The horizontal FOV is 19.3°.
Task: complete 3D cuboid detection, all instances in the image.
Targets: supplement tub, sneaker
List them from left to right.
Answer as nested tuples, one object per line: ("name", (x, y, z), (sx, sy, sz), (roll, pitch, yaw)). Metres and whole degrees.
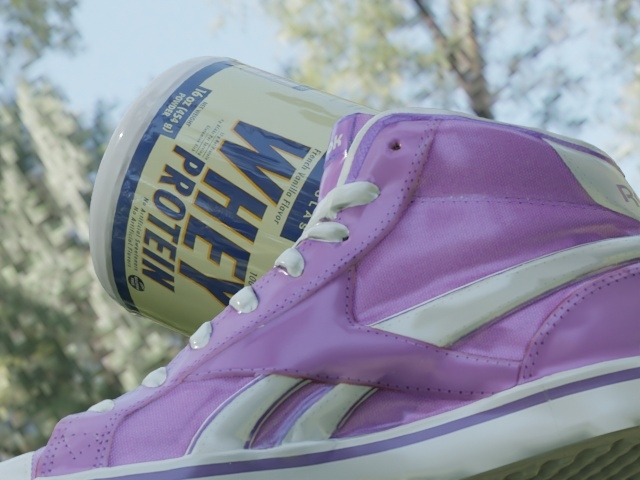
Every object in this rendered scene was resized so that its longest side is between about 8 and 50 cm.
("sneaker", (-0.011, 0.041, 0.662), (0.282, 0.161, 0.102), (-13, -28, -9))
("supplement tub", (0.000, 0.000, 1.544), (0.235, 0.325, 0.235), (-44, -35, -42))
